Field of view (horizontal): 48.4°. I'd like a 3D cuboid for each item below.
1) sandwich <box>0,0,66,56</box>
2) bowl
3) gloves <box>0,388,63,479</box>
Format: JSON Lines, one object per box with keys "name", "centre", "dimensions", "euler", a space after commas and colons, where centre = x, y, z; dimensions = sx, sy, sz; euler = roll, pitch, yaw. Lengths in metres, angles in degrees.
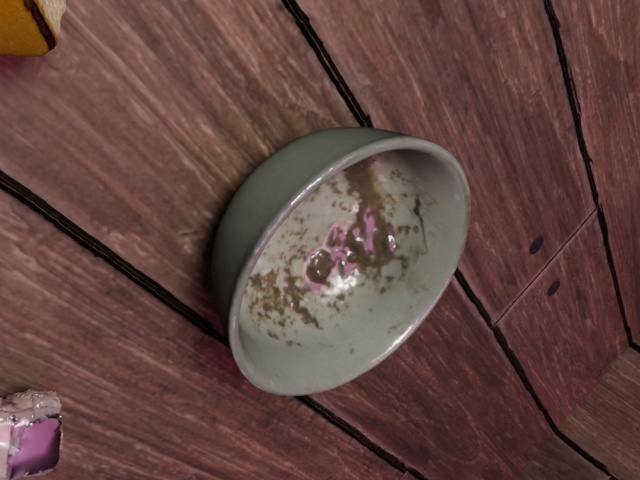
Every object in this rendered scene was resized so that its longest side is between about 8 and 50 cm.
{"name": "sandwich", "centre": [-0.245, -0.181, 0.374], "dimensions": [0.162, 0.058, 0.193], "euler": [-4, 145, 0]}
{"name": "bowl", "centre": [0.000, 0.000, 0.723], "dimensions": [0.289, 0.146, 0.289], "euler": [-24, 134, -27]}
{"name": "gloves", "centre": [-0.296, 0.167, 0.608], "dimensions": [0.144, 0.094, 0.111], "euler": [23, 93, -30]}
